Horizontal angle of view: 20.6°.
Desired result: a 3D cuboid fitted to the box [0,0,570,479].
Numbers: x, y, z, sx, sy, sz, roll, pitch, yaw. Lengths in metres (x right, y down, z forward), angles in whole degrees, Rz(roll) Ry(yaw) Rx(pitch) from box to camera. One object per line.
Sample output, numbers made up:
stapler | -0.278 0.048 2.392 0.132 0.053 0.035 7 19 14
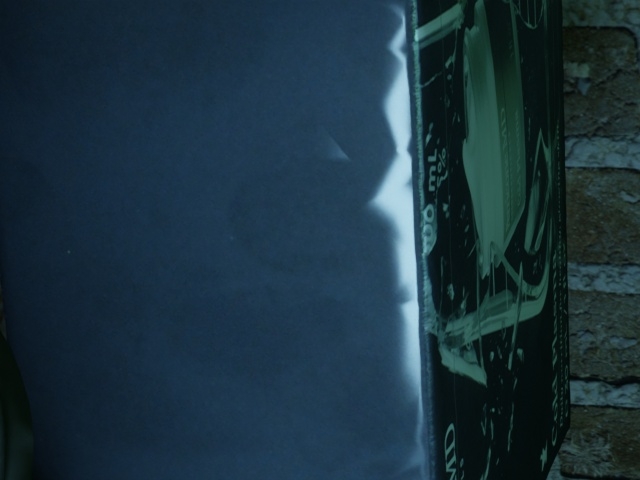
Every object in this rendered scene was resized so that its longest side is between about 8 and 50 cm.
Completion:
box | 0.000 0.000 1.272 0.472 0.297 0.480 -42 131 -64

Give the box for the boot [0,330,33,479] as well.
boot | -0.254 0.127 0.442 0.131 0.348 0.260 54 10 12
